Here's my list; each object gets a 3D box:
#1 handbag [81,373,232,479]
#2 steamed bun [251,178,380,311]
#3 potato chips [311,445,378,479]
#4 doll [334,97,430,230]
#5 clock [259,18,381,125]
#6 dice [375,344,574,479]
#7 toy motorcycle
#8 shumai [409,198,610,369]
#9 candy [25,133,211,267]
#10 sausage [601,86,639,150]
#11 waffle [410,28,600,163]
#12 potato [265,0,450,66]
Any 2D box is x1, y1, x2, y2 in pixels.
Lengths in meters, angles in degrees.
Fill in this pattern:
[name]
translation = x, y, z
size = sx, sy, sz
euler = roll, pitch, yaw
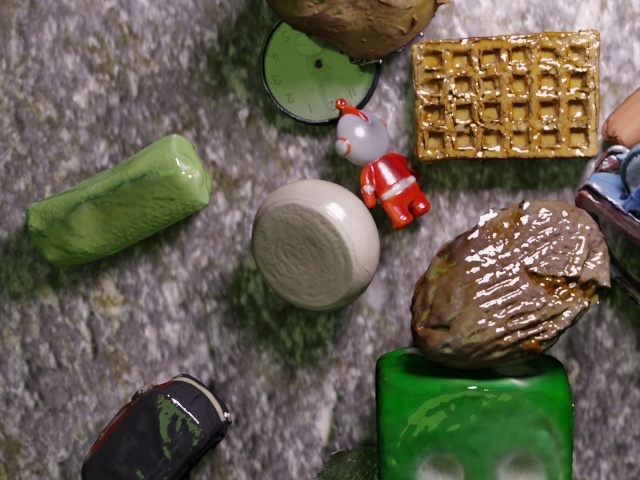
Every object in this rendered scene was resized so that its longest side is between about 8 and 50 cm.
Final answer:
[handbag]
translation = -0.293, 0.360, 1.729
size = 0.181, 0.181, 0.254
euler = 40, 98, 6
[steamed bun]
translation = 0.000, 0.000, 1.662
size = 0.232, 0.145, 0.232
euler = 13, 120, 24
[potato chips]
translation = 0.063, 0.431, 1.721
size = 0.228, 0.059, 0.167
euler = -39, 106, 10
[doll]
translation = 0.094, -0.136, 1.653
size = 0.245, 0.142, 0.076
euler = 55, 139, 1
[clock]
translation = -0.002, -0.308, 1.699
size = 0.215, 0.042, 0.215
euler = 1, 94, 10
[dice]
translation = 0.237, 0.325, 1.557
size = 0.300, 0.297, 0.287
euler = 0, 95, 2
[toy motorcycle]
translation = 0.555, -0.015, 1.546
size = 0.182, 0.241, 0.319
euler = -43, 92, -15
[shumai]
translation = 0.275, 0.093, 1.550
size = 0.346, 0.283, 0.217
euler = -37, 81, -18
[candy]
translation = -0.361, -0.066, 1.748
size = 0.343, 0.132, 0.142
euler = -23, 132, 13
[sausage]
translation = 0.581, -0.251, 1.570
size = 0.289, 0.086, 0.086
euler = -40, 86, 10
[waffle]
translation = 0.307, -0.236, 1.621
size = 0.308, 0.091, 0.213
euler = 0, 94, 11
[potato]
translation = 0.046, -0.450, 1.546
size = 0.301, 0.237, 0.289
euler = 38, 87, 17
